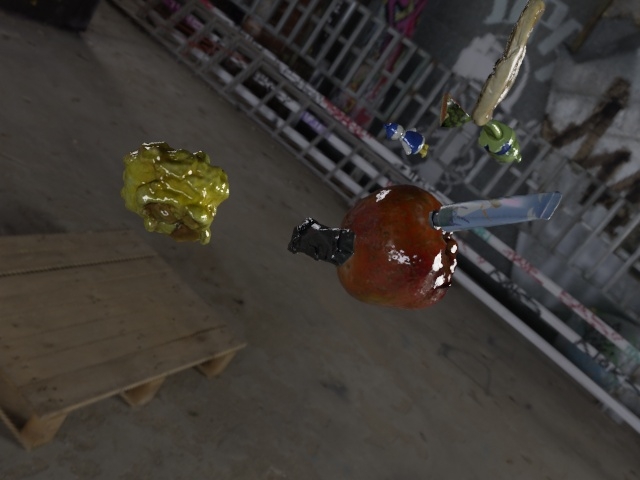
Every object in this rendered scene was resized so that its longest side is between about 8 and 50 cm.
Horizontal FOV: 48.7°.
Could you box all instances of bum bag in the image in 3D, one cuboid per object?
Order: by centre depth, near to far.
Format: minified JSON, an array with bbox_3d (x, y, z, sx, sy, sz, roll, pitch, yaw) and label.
[{"bbox_3d":[0.000,0.000,1.533,0.197,0.087,0.049,17,-18,45],"label":"bum bag"}]

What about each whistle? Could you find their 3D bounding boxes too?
[{"bbox_3d":[0.476,-0.268,1.893,0.105,0.085,0.227,37,4,30],"label":"whistle"}]

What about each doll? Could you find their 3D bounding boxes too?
[{"bbox_3d":[0.229,-0.275,1.900,0.142,0.057,0.099,27,53,-18],"label":"doll"}]

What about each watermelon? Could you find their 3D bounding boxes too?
[{"bbox_3d":[0.309,-0.299,1.692,0.087,0.069,0.163,45,14,-3],"label":"watermelon"}]

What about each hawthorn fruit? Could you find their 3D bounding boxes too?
[{"bbox_3d":[0.214,0.031,2.156,0.402,0.403,0.403,31,19,-12],"label":"hawthorn fruit"}]

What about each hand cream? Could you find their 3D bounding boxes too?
[{"bbox_3d":[0.322,-0.051,1.332,0.088,0.255,0.055,-45,119,-41],"label":"hand cream"}]

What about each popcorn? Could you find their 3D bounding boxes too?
[{"bbox_3d":[-0.261,-0.085,1.239,0.197,0.156,0.197,20,-16,6],"label":"popcorn"}]

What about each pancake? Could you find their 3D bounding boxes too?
[{"bbox_3d":[0.395,-0.372,1.491,0.048,0.283,0.282,26,17,10],"label":"pancake"}]
